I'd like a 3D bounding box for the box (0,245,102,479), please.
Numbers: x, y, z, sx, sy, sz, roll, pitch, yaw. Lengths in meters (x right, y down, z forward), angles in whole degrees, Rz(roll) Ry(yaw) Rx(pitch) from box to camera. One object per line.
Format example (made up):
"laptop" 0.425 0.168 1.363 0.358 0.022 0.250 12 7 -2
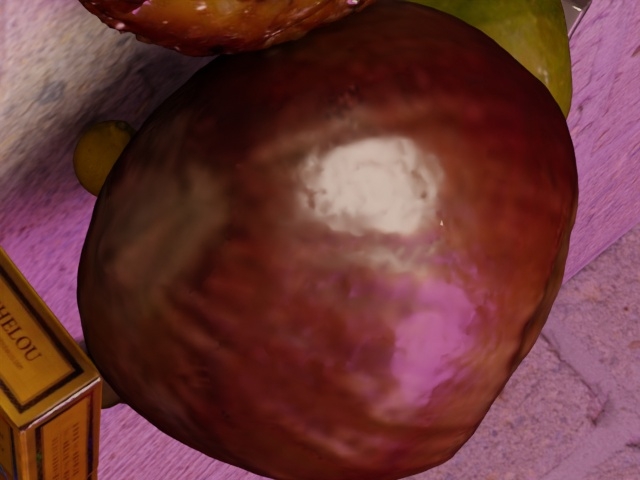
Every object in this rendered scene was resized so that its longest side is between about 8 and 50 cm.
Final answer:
"box" -0.275 0.122 1.488 0.084 0.193 0.301 -33 162 -21

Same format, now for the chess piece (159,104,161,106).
"chess piece" -0.119 -0.099 1.548 0.084 0.038 0.083 -39 163 -14

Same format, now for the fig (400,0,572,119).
"fig" 0.096 -0.140 1.634 0.314 0.233 0.233 -35 166 10

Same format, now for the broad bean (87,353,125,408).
"broad bean" -0.215 0.156 1.977 0.075 0.067 0.325 -13 172 13

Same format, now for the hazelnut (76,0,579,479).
"hazelnut" 0.000 0.000 1.389 0.421 0.352 0.421 -12 144 -9

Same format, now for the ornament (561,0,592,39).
"ornament" 0.194 -0.171 1.930 0.285 0.130 0.120 -45 177 12

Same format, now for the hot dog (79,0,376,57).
"hot dog" 0.007 -0.256 1.169 0.387 0.174 0.267 -36 173 -18

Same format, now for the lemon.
"lemon" -0.175 -0.069 1.453 0.062 0.062 0.083 -26 154 -43
